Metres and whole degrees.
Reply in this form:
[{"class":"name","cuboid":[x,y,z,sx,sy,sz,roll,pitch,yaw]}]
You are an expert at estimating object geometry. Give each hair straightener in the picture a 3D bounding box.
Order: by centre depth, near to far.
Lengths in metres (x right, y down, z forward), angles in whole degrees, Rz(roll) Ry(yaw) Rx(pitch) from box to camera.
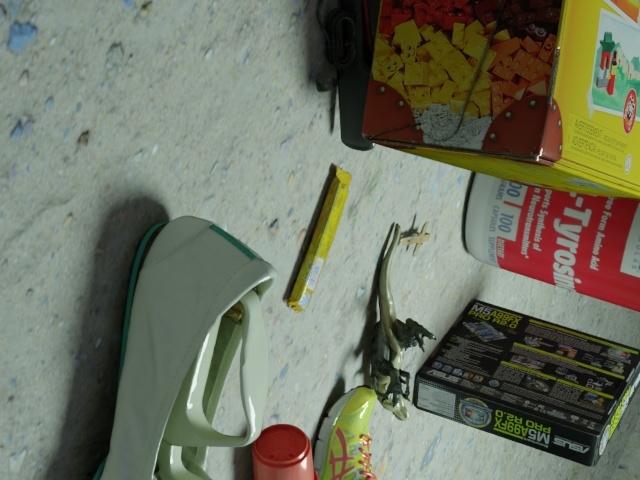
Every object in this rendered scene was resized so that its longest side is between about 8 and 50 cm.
[{"class":"hair straightener","cuboid":[0.033,-0.180,1.608,0.089,0.047,0.230,-54,153,-40]}]

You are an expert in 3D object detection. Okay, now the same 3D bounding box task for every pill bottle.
[{"class":"pill bottle","cuboid":[0.423,-0.025,2.221,0.229,0.407,0.229,-51,151,-44]}]

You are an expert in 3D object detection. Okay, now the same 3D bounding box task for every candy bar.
[{"class":"candy bar","cuboid":[0.000,0.000,1.716,0.040,0.018,0.161,32,77,-65]}]

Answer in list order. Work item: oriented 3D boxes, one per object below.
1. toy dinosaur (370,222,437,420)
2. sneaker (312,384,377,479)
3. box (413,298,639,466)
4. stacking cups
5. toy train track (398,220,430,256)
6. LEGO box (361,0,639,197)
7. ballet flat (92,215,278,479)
[{"class":"toy dinosaur","cuboid":[0.092,0.125,1.964,0.118,0.064,0.268,-117,-154,-59]},{"class":"sneaker","cuboid":[0.037,0.276,1.930,0.208,0.094,0.081,-71,158,-8]},{"class":"box","cuboid":[0.296,0.195,2.276,0.216,0.270,0.060,-47,147,-50]},{"class":"stacking cups","cuboid":[-0.036,0.331,1.817,0.096,0.096,0.316,-50,146,-45]},{"class":"toy train track","cuboid":[0.112,-0.003,2.011,0.083,0.014,0.048,-9,122,-61]},{"class":"LEGO box","cuboid":[0.254,-0.253,1.773,0.500,0.193,0.372,9,89,-64]},{"class":"ballet flat","cuboid":[-0.122,0.180,1.394,0.139,0.139,0.400,-20,125,-65]}]
